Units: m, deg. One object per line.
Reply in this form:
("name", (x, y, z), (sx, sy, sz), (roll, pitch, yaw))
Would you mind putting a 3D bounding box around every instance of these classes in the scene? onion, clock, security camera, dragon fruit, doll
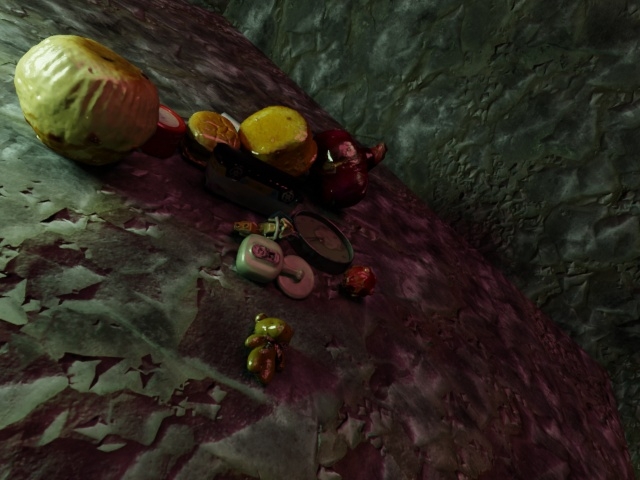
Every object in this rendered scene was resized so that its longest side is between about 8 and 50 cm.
("onion", (0.145, -0.363, 2.246), (0.419, 0.399, 0.398), (-17, 53, -20))
("clock", (0.000, 0.001, 1.885), (0.318, 0.066, 0.319), (30, 28, -18))
("security camera", (-0.133, 0.088, 1.517), (0.301, 0.080, 0.157), (26, 52, -26))
("dragon fruit", (0.148, 0.155, 1.760), (0.165, 0.133, 0.136), (8, 47, -50))
("doll", (-0.132, 0.284, 1.235), (0.137, 0.097, 0.210), (37, 31, -18))

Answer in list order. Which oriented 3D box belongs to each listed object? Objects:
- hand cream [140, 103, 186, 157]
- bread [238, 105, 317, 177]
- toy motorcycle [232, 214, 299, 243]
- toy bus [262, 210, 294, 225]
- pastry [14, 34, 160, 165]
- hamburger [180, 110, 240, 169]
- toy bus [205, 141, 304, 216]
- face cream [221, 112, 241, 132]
("hand cream", (-0.596, -0.406, 1.675), (0.193, 0.125, 0.193), (32, 25, -16))
("bread", (-0.191, -0.430, 2.020), (0.358, 0.204, 0.337), (-28, 68, -18))
("toy motorcycle", (-0.185, -0.038, 1.565), (0.228, 0.130, 0.094), (6, 76, -5))
("toy bus", (-0.170, -0.049, 1.723), (0.091, 0.079, 0.160), (39, 28, 3))
("pastry", (-0.672, -0.397, 1.347), (0.388, 0.313, 0.388), (36, 14, -11))
("hamburger", (-0.434, -0.394, 1.823), (0.244, 0.163, 0.244), (32, 27, -19))
("toy bus", (-0.263, -0.214, 1.762), (0.386, 0.162, 0.171), (23, 28, -31))
("face cream", (-0.379, -0.505, 2.171), (0.229, 0.075, 0.075), (36, 26, -6))
